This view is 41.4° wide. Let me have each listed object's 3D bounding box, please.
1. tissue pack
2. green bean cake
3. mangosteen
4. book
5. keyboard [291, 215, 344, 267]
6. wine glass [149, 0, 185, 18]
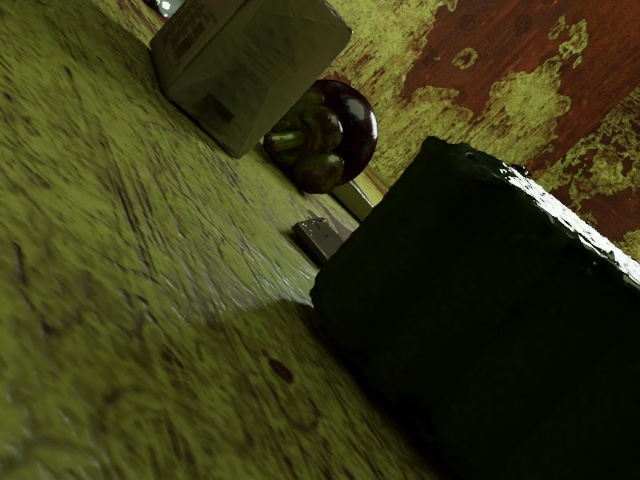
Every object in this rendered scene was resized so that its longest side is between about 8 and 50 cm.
[{"bbox_3d":[-0.085,-0.224,0.945,0.124,0.185,0.225,42,9,-28],"label":"tissue pack"},{"bbox_3d":[0.168,0.090,0.661,0.335,0.218,0.319,42,14,22],"label":"green bean cake"},{"bbox_3d":[0.001,-0.147,1.135,0.156,0.146,0.181,51,9,16],"label":"mangosteen"},{"bbox_3d":[-0.005,-0.157,1.532,0.260,0.043,0.371,43,8,-20],"label":"book"},{"bbox_3d":[0.000,0.000,0.871,0.055,0.017,0.166,51,8,3],"label":"keyboard"},{"bbox_3d":[-0.273,-0.498,1.465,0.196,0.165,0.165,45,7,24],"label":"wine glass"}]
